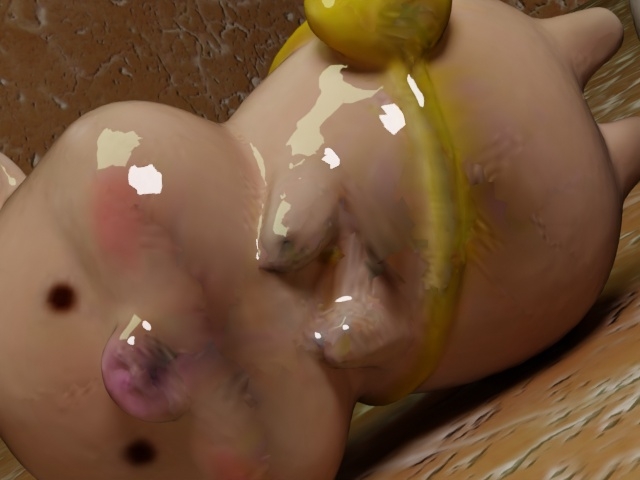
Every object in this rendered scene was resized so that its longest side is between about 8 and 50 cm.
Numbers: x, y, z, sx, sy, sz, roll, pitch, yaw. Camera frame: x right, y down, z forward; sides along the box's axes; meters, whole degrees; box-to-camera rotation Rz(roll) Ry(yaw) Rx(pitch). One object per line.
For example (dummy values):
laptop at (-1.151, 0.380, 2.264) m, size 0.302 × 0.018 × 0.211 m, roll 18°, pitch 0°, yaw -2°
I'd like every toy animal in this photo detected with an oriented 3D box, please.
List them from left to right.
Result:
toy animal at (-0.001, -0.003, 0.575) m, size 0.248 × 0.165 × 0.149 m, roll -24°, pitch 0°, yaw -3°

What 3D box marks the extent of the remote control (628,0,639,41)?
remote control at (0.242, -0.124, 0.482) m, size 0.332 × 0.103 × 0.221 m, roll -14°, pitch 27°, yaw 30°
